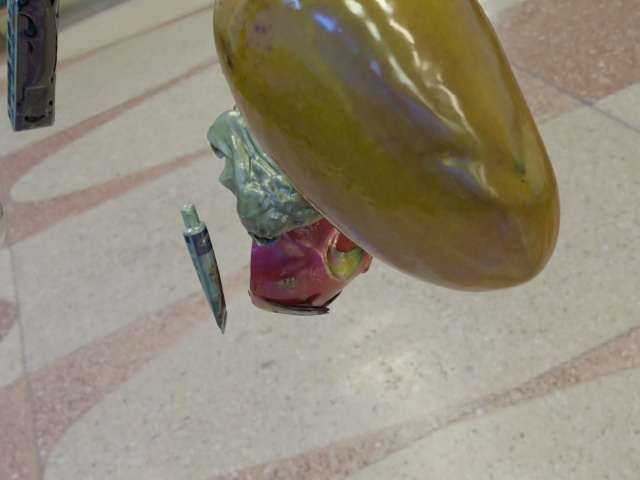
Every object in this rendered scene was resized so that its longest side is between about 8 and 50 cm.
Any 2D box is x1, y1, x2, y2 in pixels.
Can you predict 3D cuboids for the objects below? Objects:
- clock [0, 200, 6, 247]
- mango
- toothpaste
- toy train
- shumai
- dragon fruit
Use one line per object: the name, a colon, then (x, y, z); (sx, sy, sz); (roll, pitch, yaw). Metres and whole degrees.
clock: (-0.547, -0.031, 1.238); (0.230, 0.230, 0.083); (-11, 30, 15)
mango: (0.071, -0.134, 0.939); (0.232, 0.446, 0.300); (-38, -4, -34)
toothpaste: (-0.172, 0.041, 1.386); (0.037, 0.216, 0.062); (-9, 28, 9)
toy train: (-0.275, -0.186, 0.875); (0.043, 0.207, 0.047); (-13, 59, -27)
shumai: (-0.062, -0.137, 1.447); (0.189, 0.218, 0.256); (-31, 15, 36)
dragon fruit: (0.000, 0.000, 1.746); (0.226, 0.305, 0.305); (6, 36, 6)
